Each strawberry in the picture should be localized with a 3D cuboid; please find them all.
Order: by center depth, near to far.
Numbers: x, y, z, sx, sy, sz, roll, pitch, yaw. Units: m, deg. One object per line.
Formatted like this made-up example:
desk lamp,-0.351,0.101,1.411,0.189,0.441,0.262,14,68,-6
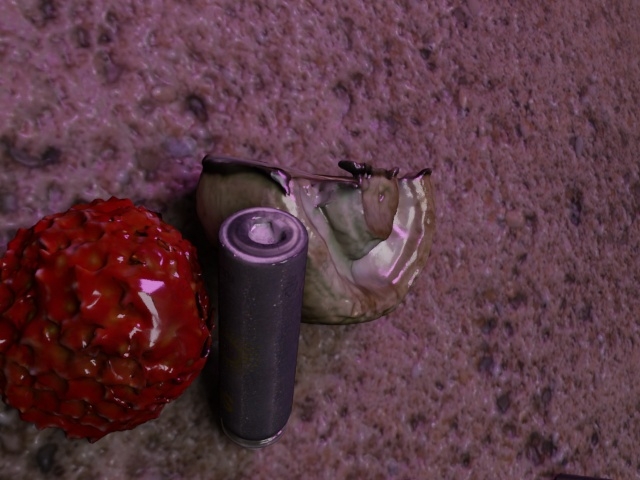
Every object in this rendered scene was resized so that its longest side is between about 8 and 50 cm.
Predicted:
strawberry,-0.155,0.065,0.655,0.234,0.178,0.234,2,86,-40

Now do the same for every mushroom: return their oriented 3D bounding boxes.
mushroom,-0.008,0.000,0.773,0.267,0.190,0.164,-6,99,-60

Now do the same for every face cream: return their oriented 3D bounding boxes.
face cream,-0.056,0.098,0.690,0.073,0.073,0.283,-33,145,-36

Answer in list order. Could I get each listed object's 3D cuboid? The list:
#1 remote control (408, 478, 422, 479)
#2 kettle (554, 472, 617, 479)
remote control,0.099,0.379,0.875,0.087,0.029,0.190,-4,85,-37
kettle,0.405,0.383,1.028,0.127,0.148,0.098,29,68,-31
